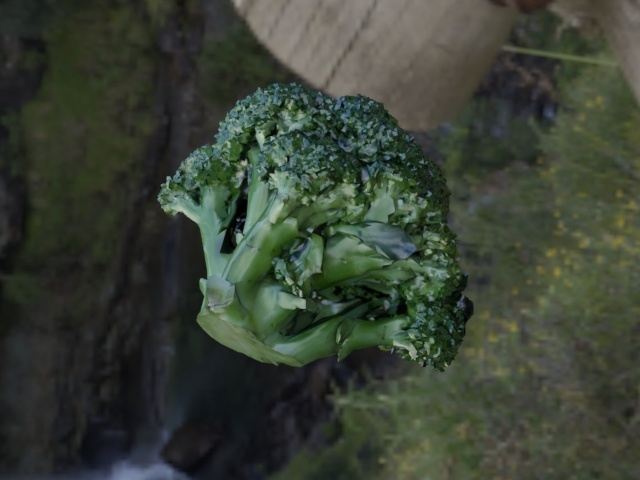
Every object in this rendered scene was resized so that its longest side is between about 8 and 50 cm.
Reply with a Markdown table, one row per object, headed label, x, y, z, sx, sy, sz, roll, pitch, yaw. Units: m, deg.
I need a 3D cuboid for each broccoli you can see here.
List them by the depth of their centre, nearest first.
| label | x | y | z | sx | sy | sz | roll | pitch | yaw |
| --- | --- | --- | --- | --- | --- | --- | --- | --- | --- |
| broccoli | 0.000 | 0.000 | 0.821 | 0.195 | 0.195 | 0.156 | -18 | 40 | 61 |
